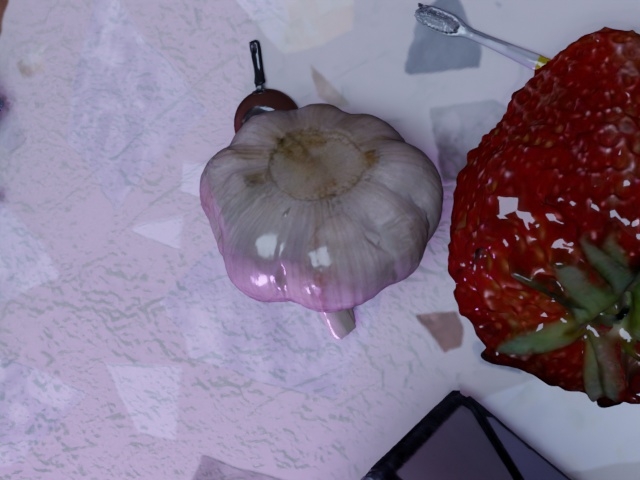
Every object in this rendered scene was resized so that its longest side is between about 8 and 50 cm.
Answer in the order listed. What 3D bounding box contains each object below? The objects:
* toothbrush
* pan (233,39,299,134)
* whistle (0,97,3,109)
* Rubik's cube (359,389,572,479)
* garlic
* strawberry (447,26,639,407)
[{"bbox_3d":[0.213,-0.149,1.308,0.288,0.024,0.021,25,106,12],"label":"toothbrush"},{"bbox_3d":[-0.057,-0.132,1.391,0.068,0.023,0.115,-9,94,18],"label":"pan"},{"bbox_3d":[-0.426,-0.071,1.481,0.269,0.093,0.180,-37,92,11],"label":"whistle"},{"bbox_3d":[0.116,0.350,1.252,0.310,0.307,0.305,41,107,8],"label":"Rubik's cube"},{"bbox_3d":[0.000,0.000,1.332,0.218,0.218,0.212,9,138,15],"label":"garlic"},{"bbox_3d":[0.242,-0.013,1.231,0.261,0.258,0.261,5,134,5],"label":"strawberry"}]
